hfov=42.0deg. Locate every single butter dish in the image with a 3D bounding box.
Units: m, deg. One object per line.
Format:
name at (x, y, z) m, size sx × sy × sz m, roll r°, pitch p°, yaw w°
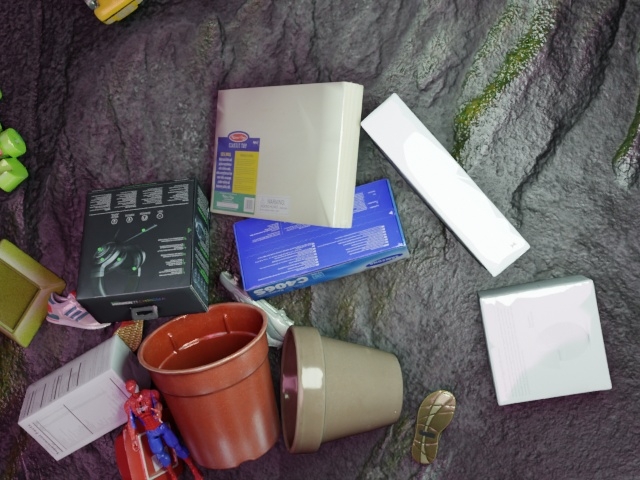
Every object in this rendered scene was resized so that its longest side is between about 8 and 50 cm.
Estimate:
butter dish at (-0.399, 0.467, 1.845) m, size 0.118 × 0.160 × 0.160 m, roll -13°, pitch 90°, yaw 30°

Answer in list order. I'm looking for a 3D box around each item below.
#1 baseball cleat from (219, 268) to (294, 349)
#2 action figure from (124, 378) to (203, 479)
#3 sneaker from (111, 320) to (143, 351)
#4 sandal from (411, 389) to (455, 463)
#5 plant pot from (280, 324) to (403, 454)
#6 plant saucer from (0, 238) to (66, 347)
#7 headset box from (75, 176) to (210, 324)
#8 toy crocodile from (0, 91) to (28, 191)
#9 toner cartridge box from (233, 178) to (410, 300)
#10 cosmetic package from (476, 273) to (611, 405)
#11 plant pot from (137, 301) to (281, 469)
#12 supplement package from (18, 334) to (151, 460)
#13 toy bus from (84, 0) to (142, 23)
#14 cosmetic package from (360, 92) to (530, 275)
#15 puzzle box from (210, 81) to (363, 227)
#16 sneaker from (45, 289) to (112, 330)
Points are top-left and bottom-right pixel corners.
baseball cleat at (-0.158, 0.159, 1.824) m, size 0.206 × 0.072 × 0.109 m, roll 39°, pitch 103°, yaw 8°
action figure at (-0.336, 0.418, 1.729) m, size 0.091 × 0.139 × 0.280 m, roll -24°, pitch 108°, yaw 0°
sneaker at (-0.424, 0.169, 1.866) m, size 0.070 × 0.084 × 0.185 m, roll 14°, pitch 120°, yaw -15°
sandal at (0.241, 0.397, 1.800) m, size 0.072 × 0.049 × 0.180 m, roll 18°, pitch 109°, yaw 12°
plant pot at (0.044, 0.307, 1.738) m, size 0.229 × 0.263 × 0.263 m, roll 1°, pitch 93°, yaw -11°
plant saucer at (-0.709, 0.123, 1.905) m, size 0.188 × 0.045 × 0.188 m, roll 34°, pitch 96°, yaw 5°
headset box at (-0.363, 0.030, 1.749) m, size 0.246 × 0.131 × 0.283 m, roll -8°, pitch 60°, yaw 6°
toy crocodile at (-0.761, -0.262, 1.863) m, size 0.115 × 0.105 × 0.340 m, roll -26°, pitch 89°, yaw 8°
toner cartridge box at (0.000, 0.000, 1.763) m, size 0.348 × 0.075 × 0.165 m, roll -16°, pitch 65°, yaw 8°
cosmetic package at (0.452, 0.201, 1.714) m, size 0.225 × 0.138 × 0.224 m, roll -10°, pitch 92°, yaw 6°
plant pot at (-0.209, 0.308, 1.735) m, size 0.272 × 0.272 × 0.265 m, roll -11°, pitch 112°, yaw 8°
supplement package at (-0.511, 0.343, 1.824) m, size 0.244 × 0.134 × 0.139 m, roll -30°, pitch 118°, yaw 7°
toy bus at (-0.504, -0.627, 1.800) m, size 0.108 × 0.130 × 0.332 m, roll -33°, pitch 88°, yaw 7°
cosmetic package at (0.241, -0.106, 1.651) m, size 0.097 × 0.284 × 0.377 m, roll -41°, pitch 87°, yaw 4°
puzzle box at (-0.082, -0.175, 1.683) m, size 0.409 × 0.052 × 0.272 m, roll 9°, pitch 96°, yaw 48°
sneaker at (-0.541, 0.154, 1.876) m, size 0.161 × 0.057 × 0.075 m, roll 7°, pitch 103°, yaw 10°
